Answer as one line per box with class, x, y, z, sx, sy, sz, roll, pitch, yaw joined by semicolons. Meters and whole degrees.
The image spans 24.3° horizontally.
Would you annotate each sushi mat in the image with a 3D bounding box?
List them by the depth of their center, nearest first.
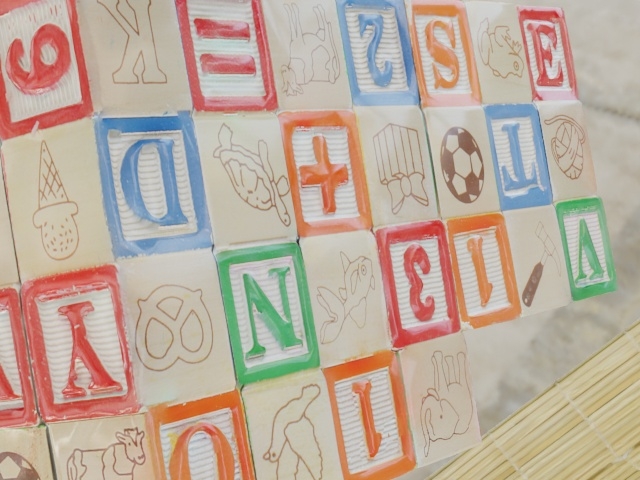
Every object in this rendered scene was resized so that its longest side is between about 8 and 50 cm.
sushi mat;0.225;0.153;1.103;0.316;0.151;0.019;-41;-165;22

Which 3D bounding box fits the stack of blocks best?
stack of blocks;0.000;0.000;0.556;0.087;0.171;0.297;-10;179;38
